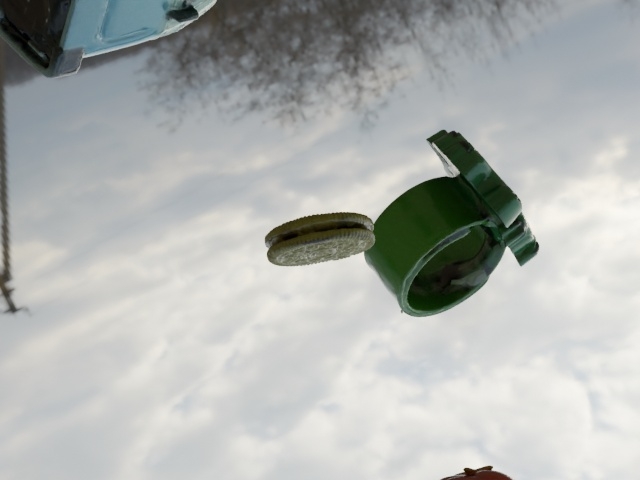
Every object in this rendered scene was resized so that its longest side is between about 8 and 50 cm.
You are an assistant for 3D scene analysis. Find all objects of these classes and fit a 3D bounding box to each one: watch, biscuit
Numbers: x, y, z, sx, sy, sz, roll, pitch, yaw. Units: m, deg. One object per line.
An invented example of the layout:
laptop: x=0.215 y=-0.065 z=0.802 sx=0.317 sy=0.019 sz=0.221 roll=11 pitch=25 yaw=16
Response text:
watch: x=0.110 y=-0.012 z=1.019 sx=0.152 sy=0.131 sz=0.165 roll=-39 pitch=149 yaw=7
biscuit: x=0.000 y=0.000 z=0.793 sx=0.084 sy=0.023 sz=0.084 roll=-9 pitch=166 yaw=-2

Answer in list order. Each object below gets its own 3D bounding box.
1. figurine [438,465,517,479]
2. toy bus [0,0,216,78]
figurine: x=0.173 y=0.416 z=1.355 sx=0.208 sy=0.257 sz=0.181 roll=2 pitch=-146 yaw=26
toy bus: x=-0.093 y=-0.233 z=0.565 sx=0.165 sy=0.133 sz=0.271 roll=-23 pitch=151 yaw=-43
